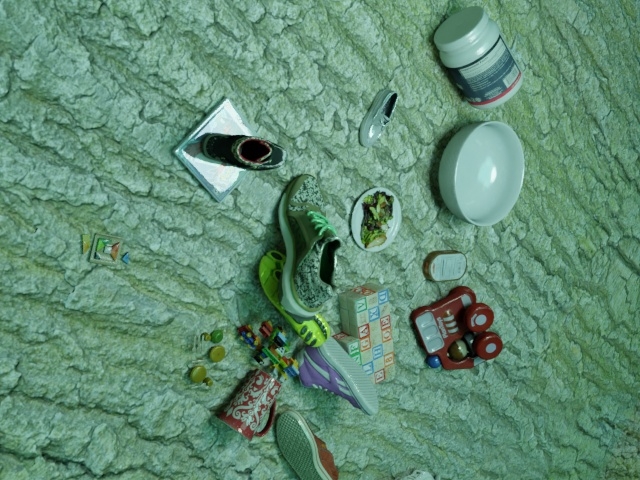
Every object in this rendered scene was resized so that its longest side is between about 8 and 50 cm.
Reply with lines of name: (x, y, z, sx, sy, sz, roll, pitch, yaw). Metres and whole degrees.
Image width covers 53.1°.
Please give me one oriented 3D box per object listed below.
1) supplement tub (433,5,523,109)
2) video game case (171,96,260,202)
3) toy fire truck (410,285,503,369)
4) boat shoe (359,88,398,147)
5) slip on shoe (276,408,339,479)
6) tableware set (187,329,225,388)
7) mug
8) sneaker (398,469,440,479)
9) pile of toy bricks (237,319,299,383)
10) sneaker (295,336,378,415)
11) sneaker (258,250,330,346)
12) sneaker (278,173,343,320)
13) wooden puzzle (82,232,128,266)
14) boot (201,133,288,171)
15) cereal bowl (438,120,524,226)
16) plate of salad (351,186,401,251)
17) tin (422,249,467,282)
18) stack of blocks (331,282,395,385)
supplement tub: (0.488, -0.559, 1.978, 0.272, 0.191, 0.191, 46, 73, -33)
video game case: (-0.247, -0.227, 1.620, 0.201, 0.023, 0.183, -50, 124, -16)
toy fire truck: (0.458, 0.317, 2.187, 0.254, 0.169, 0.302, -25, 115, -3)
boat shoe: (0.176, -0.356, 1.874, 0.066, 0.063, 0.184, 35, 78, -36)
slip on shoe: (-0.034, 0.628, 1.920, 0.331, 0.123, 0.101, 64, 31, -22)
tableware set: (-0.301, 0.315, 1.701, 0.104, 0.024, 0.154, -2, 100, -39)
mug: (-0.185, 0.455, 1.775, 0.169, 0.113, 0.150, -56, 155, -18)
sneaker: (0.323, 0.852, 2.228, 0.292, 0.110, 0.118, 26, 76, -45)
pile of toy bricks: (-0.124, 0.286, 1.786, 0.212, 0.118, 0.105, 53, 31, -21)
sneaker: (0.041, 0.415, 1.878, 0.282, 0.161, 0.102, 52, 25, -6)
sneaker: (-0.086, 0.167, 1.774, 0.109, 0.123, 0.295, -32, 99, -17)
sneaker: (0.000, 0.000, 1.692, 0.158, 0.182, 0.410, 18, 60, -40)
wooden puzzle: (-0.500, 0.023, 1.496, 0.116, 0.014, 0.078, 5, 97, -37)
boot: (-0.150, -0.210, 1.568, 0.236, 0.179, 0.085, 5, 96, -36)
cereal bowl: (0.505, -0.221, 2.095, 0.339, 0.141, 0.338, -8, 104, -35)
plate of salad: (0.178, -0.062, 1.950, 0.200, 0.048, 0.199, -8, 105, -34)
tin: (0.424, 0.086, 2.170, 0.190, 0.040, 0.106, -2, 97, -36)
stack of blocks: (0.128, 0.298, 1.966, 0.171, 0.087, 0.297, -17, 110, -32)
